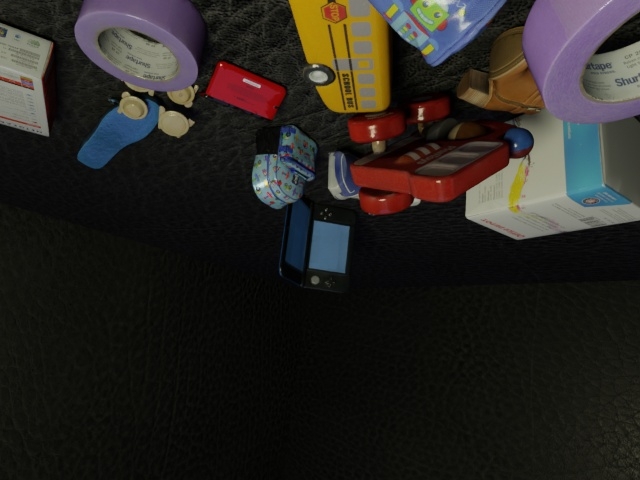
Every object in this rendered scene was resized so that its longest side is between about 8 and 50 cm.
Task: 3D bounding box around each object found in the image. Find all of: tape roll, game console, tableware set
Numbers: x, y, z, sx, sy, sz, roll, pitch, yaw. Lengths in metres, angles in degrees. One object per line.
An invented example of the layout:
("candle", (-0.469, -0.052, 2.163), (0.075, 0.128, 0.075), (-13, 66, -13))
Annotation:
("tape roll", (-0.289, -0.334, 0.719), (0.188, 0.080, 0.189), (7, 164, 2))
("game console", (-0.160, -0.303, 0.895), (0.144, 0.085, 0.124), (15, 132, -27))
("tableware set", (-0.338, -0.290, 0.909), (0.168, 0.020, 0.141), (17, 133, -26))
("game console", (0.000, 0.000, 1.387), (0.250, 0.293, 0.173), (9, 165, -9))
("tape roll", (0.398, -0.262, 0.526), (0.274, 0.090, 0.275), (-6, 157, -3))

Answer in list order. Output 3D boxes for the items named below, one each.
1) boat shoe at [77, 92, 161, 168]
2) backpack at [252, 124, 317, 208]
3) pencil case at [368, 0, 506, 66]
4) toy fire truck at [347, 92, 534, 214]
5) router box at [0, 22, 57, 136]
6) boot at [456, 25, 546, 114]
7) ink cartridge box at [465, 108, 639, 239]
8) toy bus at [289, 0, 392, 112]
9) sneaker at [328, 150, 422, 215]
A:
("boat shoe", (-0.467, -0.267, 1.000), (0.258, 0.089, 0.109), (-24, 138, 19))
("backpack", (-0.086, -0.168, 1.049), (0.116, 0.173, 0.158), (-2, 161, 30))
("pencil case", (0.048, -0.308, 0.393), (0.306, 0.133, 0.119), (42, 148, -12))
("toy fire truck", (0.206, -0.147, 0.751), (0.302, 0.169, 0.254), (-27, -151, -31))
("router box", (-0.710, -0.339, 0.848), (0.335, 0.082, 0.301), (14, 165, -28))
("boot", (0.336, -0.266, 0.712), (0.152, 0.073, 0.197), (11, 176, -11))
("ink cartridge box", (0.464, -0.134, 0.884), (0.198, 0.197, 0.270), (16, 162, -33))
("toy bus", (0.031, -0.311, 0.605), (0.130, 0.108, 0.333), (4, 164, 11))
("sneaker", (0.162, -0.155, 1.116), (0.182, 0.128, 0.315), (-8, 166, 32))
